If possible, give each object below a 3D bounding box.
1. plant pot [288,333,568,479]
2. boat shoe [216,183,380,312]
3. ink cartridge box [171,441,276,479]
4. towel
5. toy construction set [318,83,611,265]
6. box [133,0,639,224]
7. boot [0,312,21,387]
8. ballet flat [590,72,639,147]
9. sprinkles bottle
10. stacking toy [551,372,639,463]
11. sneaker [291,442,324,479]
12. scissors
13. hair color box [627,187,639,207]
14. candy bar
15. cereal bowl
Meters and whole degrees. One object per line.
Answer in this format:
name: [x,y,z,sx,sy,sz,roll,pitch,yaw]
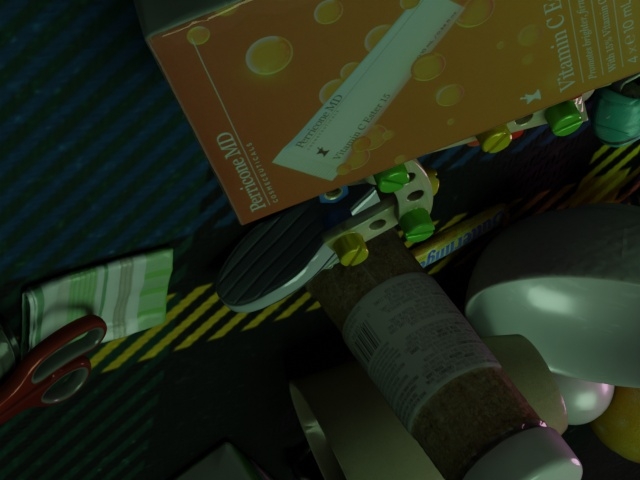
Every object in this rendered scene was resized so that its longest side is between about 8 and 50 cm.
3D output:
plant pot: [0.139,0.222,1.615,0.274,0.256,0.256,-24,146,-8]
boat shoe: [0.000,0.000,1.386,0.226,0.083,0.076,-39,146,3]
ink cartridge box: [-0.121,0.389,1.739,0.198,0.115,0.273,-37,148,0]
towel: [-0.213,0.066,1.328,0.152,0.023,0.113,-17,144,-27]
toy construction set: [0.144,-0.111,1.272,0.328,0.151,0.215,-28,150,-17]
box: [0.050,-0.191,1.025,0.345,0.168,0.215,-21,140,3]
boot: [-0.355,0.179,1.294,0.161,0.083,0.246,-19,145,-35]
ballet flat: [0.405,-0.188,1.534,0.247,0.083,0.087,-27,133,-17]
sprinkles bottle: [0.117,0.133,1.411,0.121,0.355,0.121,-24,145,-18]
stacking toy: [0.497,0.224,2.014,0.480,0.350,0.350,8,129,-25]
sneaker: [0.067,0.249,1.768,0.232,0.081,0.090,-37,155,4]
scissors: [-0.312,0.159,1.249,0.297,0.021,0.109,-31,154,-38]
hair color box: [0.575,-0.074,1.692,0.347,0.105,0.174,-36,126,26]
candy bar: [0.150,0.001,1.589,0.161,0.018,0.040,-27,147,-13]
cereal bowl: [0.343,0.053,1.629,0.339,0.141,0.339,11,157,5]
